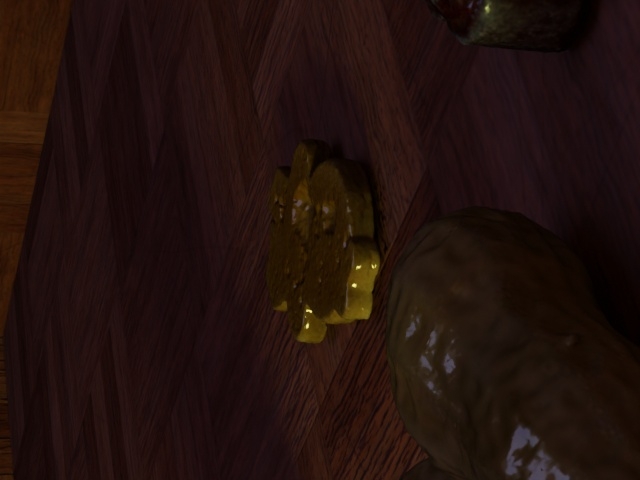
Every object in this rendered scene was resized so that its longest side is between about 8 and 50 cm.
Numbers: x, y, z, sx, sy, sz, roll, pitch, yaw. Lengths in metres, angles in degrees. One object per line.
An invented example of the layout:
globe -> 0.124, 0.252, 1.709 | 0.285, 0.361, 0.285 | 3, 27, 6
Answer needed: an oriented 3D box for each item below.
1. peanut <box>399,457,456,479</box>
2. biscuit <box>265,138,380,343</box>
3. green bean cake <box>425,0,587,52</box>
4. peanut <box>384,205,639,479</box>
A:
peanut -> 0.100, 0.211, 1.128 | 0.140, 0.109, 0.159 | 103, 150, -61
biscuit -> 0.003, 0.000, 1.566 | 0.249, 0.035, 0.184 | 176, 95, -71
green bean cake -> 0.110, -0.244, 1.156 | 0.232, 0.097, 0.198 | -112, 30, -53
peanut -> 0.126, 0.096, 1.015 | 0.313, 0.149, 0.149 | -125, 40, -52
